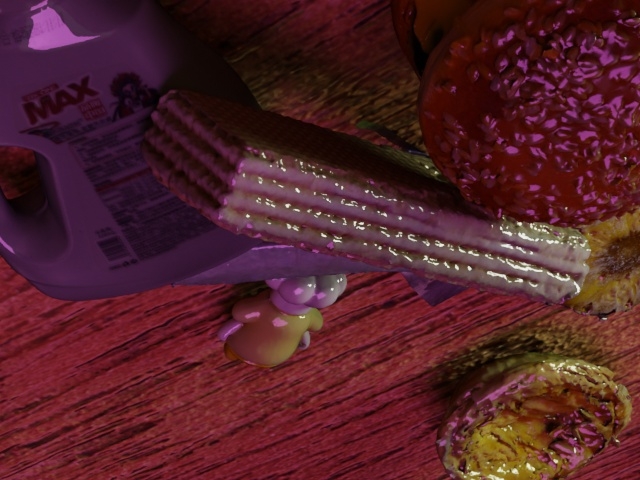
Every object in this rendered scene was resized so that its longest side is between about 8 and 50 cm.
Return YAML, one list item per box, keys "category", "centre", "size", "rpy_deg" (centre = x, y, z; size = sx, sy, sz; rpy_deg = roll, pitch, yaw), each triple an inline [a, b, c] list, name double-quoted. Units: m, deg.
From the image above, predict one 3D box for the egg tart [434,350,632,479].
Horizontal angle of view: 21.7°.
- category: "egg tart"
  centre: [0.232, 0.198, 1.901]
  size: [0.252, 0.098, 0.232]
  rpy_deg: [6, 131, -29]

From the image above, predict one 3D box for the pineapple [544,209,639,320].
- category: "pineapple"
  centre: [0.309, 0.000, 1.715]
  size: [0.221, 0.047, 0.221]
  rpy_deg: [-13, 142, -10]

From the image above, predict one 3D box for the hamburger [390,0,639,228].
- category: "hamburger"
  centre: [0.203, -0.153, 1.352]
  size: [0.291, 0.225, 0.291]
  rpy_deg: [-7, 139, -6]

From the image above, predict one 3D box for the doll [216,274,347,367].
- category: "doll"
  centre: [-0.038, 0.070, 1.684]
  size: [0.106, 0.062, 0.162]
  rpy_deg: [8, 137, -31]

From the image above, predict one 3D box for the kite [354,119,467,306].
- category: "kite"
  centre: [0.106, -0.037, 1.637]
  size: [0.169, 0.015, 0.310]
  rpy_deg: [-32, 139, 19]

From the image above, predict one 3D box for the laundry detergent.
- category: "laundry detergent"
  centre: [-0.199, -0.116, 1.358]
  size: [0.264, 0.125, 0.398]
  rpy_deg: [-20, 140, 6]

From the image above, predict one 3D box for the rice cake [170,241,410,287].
- category: "rice cake"
  centre: [0.000, 0.000, 1.582]
  size: [0.336, 0.063, 0.066]
  rpy_deg: [-4, 137, -15]

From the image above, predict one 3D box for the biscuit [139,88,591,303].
- category: "biscuit"
  centre: [0.054, -0.029, 1.398]
  size: [0.426, 0.144, 0.078]
  rpy_deg: [12, 109, -42]
